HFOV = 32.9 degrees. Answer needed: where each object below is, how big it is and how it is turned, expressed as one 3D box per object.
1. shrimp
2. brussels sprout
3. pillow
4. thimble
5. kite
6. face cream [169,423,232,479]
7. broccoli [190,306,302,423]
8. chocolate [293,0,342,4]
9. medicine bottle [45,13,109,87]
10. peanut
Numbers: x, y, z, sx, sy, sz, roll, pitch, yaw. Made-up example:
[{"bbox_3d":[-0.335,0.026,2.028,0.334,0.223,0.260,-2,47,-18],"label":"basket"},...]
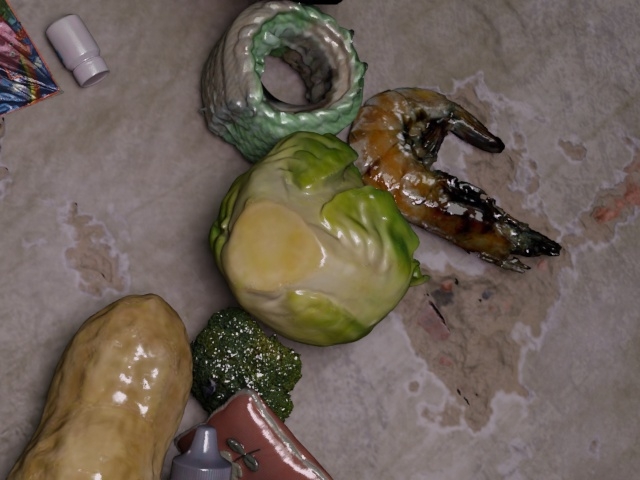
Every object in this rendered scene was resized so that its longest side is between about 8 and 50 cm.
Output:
[{"bbox_3d":[0.211,-0.101,1.604,0.365,0.071,0.233,26,62,-8],"label":"shrimp"},{"bbox_3d":[-0.003,0.000,1.369,0.259,0.227,0.294,47,20,11],"label":"brussels sprout"},{"bbox_3d":[-0.082,0.279,1.315,0.179,0.171,0.075,49,39,-1],"label":"pillow"},{"bbox_3d":[-0.053,-0.215,1.476,0.219,0.150,0.219,7,73,-22],"label":"thimble"},{"bbox_3d":[-0.441,-0.238,1.396,0.234,0.016,0.321,18,69,-17],"label":"kite"},{"bbox_3d":[-0.149,0.367,1.253,0.092,0.092,0.311,7,93,-21],"label":"face cream"},{"bbox_3d":[-0.096,0.168,1.367,0.162,0.146,0.138,49,31,11],"label":"broccoli"},{"bbox_3d":[-0.043,-0.469,1.470,0.284,0.186,0.283,20,32,-13],"label":"chocolate"},{"bbox_3d":[-0.319,-0.250,1.429,0.052,0.052,0.089,-31,89,-27],"label":"medicine bottle"},{"bbox_3d":[-0.256,0.239,1.240,0.169,0.192,0.387,16,70,-1],"label":"peanut"}]
